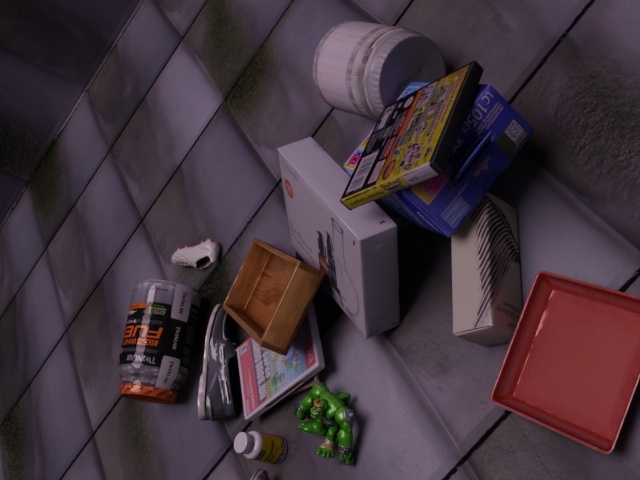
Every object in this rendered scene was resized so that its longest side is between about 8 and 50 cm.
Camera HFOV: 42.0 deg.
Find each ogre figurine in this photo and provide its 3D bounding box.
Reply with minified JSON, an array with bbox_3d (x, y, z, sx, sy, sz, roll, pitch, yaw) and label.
[{"bbox_3d":[0.015,0.384,1.805,0.197,0.097,0.118,-125,47,-63],"label":"ogre figurine"}]

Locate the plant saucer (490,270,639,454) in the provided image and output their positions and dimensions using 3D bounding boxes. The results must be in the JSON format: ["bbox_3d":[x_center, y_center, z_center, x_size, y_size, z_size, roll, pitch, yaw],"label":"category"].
[{"bbox_3d":[0.443,0.204,1.436,0.258,0.048,0.259,18,85,51],"label":"plant saucer"}]

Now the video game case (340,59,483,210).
[{"bbox_3d":[0.172,-0.196,1.578,0.248,0.035,0.274,-21,36,48],"label":"video game case"}]

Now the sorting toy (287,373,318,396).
[{"bbox_3d":[-0.069,0.279,1.998,0.208,0.038,0.193,-33,49,41],"label":"sorting toy"}]

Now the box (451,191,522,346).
[{"bbox_3d":[0.318,0.056,1.603,0.094,0.113,0.275,-21,58,42],"label":"box"}]

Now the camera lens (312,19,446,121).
[{"bbox_3d":[0.129,-0.396,1.956,0.274,0.219,0.219,27,93,51],"label":"camera lens"}]

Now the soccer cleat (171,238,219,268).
[{"bbox_3d":[-0.369,0.052,2.427,0.196,0.068,0.076,-19,61,39],"label":"soccer cleat"}]

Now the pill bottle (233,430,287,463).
[{"bbox_3d":[-0.139,0.472,1.911,0.065,0.116,0.065,-25,54,40],"label":"pill bottle"}]

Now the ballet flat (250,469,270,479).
[{"bbox_3d":[-0.146,0.631,1.886,0.079,0.077,0.221,25,96,33],"label":"ballet flat"}]

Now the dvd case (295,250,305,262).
[{"bbox_3d":[0.000,0.000,2.068,0.165,0.018,0.221,-23,55,39],"label":"dvd case"}]

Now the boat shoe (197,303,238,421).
[{"bbox_3d":[-0.249,0.314,2.160,0.099,0.116,0.319,2,57,4],"label":"boat shoe"}]

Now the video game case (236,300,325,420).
[{"bbox_3d":[-0.101,0.277,1.985,0.285,0.025,0.204,-41,44,34],"label":"video game case"}]

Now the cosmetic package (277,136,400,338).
[{"bbox_3d":[0.038,-0.012,1.820,0.377,0.097,0.284,50,153,45],"label":"cosmetic package"}]

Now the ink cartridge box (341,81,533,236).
[{"bbox_3d":[0.234,-0.171,1.665,0.270,0.151,0.395,-52,24,-4],"label":"ink cartridge box"}]

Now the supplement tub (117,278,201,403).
[{"bbox_3d":[-0.445,0.280,2.297,0.194,0.194,0.316,-14,62,45],"label":"supplement tub"}]

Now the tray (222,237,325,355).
[{"bbox_3d":[-0.122,0.123,2.002,0.202,0.076,0.411,-65,19,-1],"label":"tray"}]
